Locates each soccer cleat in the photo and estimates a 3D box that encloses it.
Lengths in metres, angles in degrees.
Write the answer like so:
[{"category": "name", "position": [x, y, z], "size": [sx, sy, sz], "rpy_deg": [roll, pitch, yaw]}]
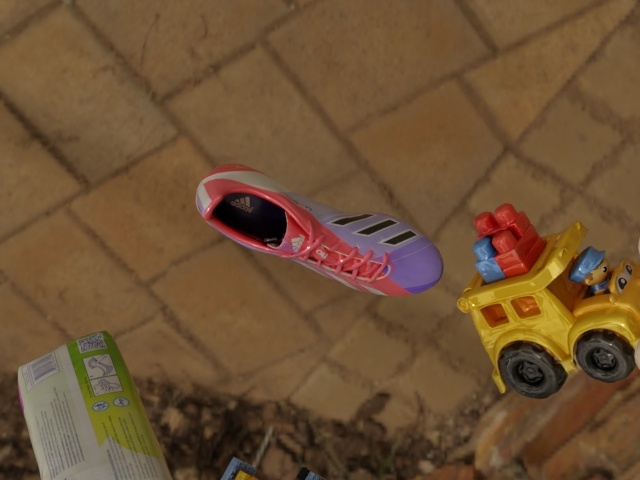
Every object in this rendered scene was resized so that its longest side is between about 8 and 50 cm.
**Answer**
[{"category": "soccer cleat", "position": [0.000, 0.000, 1.090], "size": [0.248, 0.095, 0.083], "rpy_deg": [23, 109, -9]}]

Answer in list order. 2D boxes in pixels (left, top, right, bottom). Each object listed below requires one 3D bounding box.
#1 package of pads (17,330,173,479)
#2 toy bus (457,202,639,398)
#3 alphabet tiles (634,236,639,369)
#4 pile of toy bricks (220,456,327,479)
[{"category": "package of pads", "position": [-0.159, 0.259, 0.986], "size": [0.101, 0.229, 0.297], "rpy_deg": [-20, 123, -12]}, {"category": "toy bus", "position": [0.268, 0.049, 1.331], "size": [0.220, 0.149, 0.211], "rpy_deg": [-19, 108, 41]}, {"category": "alphabet tiles", "position": [0.381, 0.042, 1.038], "size": [0.278, 0.284, 0.021], "rpy_deg": [51, 157, -25]}, {"category": "pile of toy bricks", "position": [-0.024, 0.313, 1.275], "size": [0.105, 0.118, 0.212], "rpy_deg": [22, 169, 47]}]
